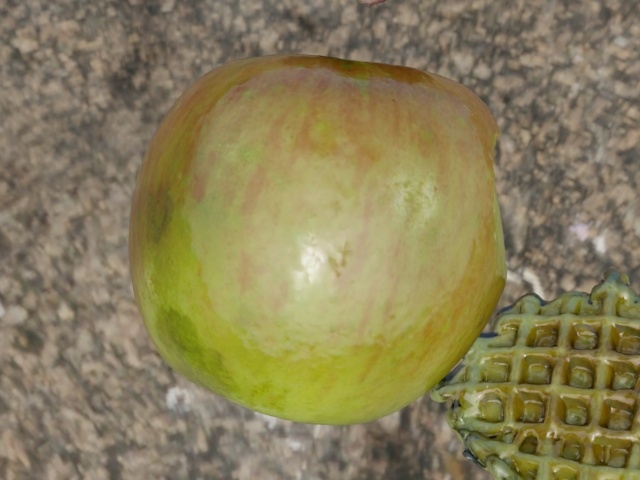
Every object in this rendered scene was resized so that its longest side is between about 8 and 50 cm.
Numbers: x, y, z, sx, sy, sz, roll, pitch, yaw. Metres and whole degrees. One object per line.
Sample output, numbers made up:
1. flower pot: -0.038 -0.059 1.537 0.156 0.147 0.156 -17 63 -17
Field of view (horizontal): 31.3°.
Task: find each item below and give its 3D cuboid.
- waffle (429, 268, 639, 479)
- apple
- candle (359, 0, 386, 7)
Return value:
1. waffle: 0.289 0.171 1.216 0.297 0.073 0.317 -31 46 -8
2. apple: 0.000 0.000 1.006 0.339 0.339 0.340 1 65 -2
3. candle: 0.073 -0.371 1.142 0.317 0.287 0.131 27 56 26
